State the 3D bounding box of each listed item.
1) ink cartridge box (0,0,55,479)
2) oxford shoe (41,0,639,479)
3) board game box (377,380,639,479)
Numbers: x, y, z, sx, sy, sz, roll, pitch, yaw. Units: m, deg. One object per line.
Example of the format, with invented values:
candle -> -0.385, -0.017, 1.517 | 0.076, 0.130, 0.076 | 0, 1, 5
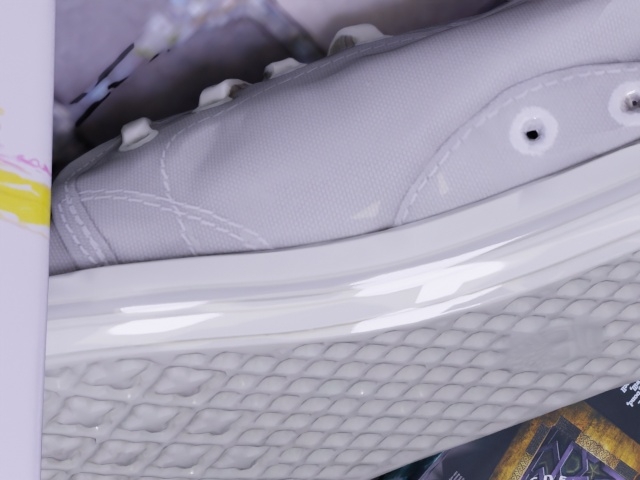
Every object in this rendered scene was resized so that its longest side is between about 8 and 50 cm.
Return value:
ink cartridge box -> -0.176, 0.011, 0.483 | 0.207, 0.353, 0.119 | 9, 145, -20
oxford shoe -> 0.000, 0.000, 0.665 | 0.449, 0.130, 0.169 | -19, 153, 3
board game box -> 0.094, 0.096, 0.750 | 0.186, 0.026, 0.126 | -48, 116, -10
